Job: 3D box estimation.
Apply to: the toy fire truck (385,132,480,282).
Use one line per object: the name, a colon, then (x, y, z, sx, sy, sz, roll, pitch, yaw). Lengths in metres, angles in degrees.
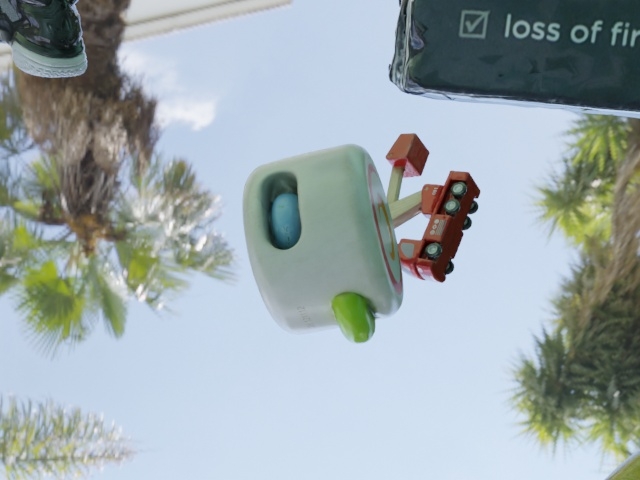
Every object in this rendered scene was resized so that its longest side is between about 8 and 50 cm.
toy fire truck: (0.125, -0.043, 1.068, 0.135, 0.047, 0.192, 8, -115, 39)

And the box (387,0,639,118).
box: (0.308, -0.306, 0.479, 0.479, 0.472, 0.297, 7, -164, 9)

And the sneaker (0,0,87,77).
sneaker: (-0.377, -0.316, 1.078, 0.101, 0.153, 0.268, -15, -142, -43)

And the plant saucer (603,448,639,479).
plant saucer: (0.158, 0.323, 0.497, 0.081, 0.333, 0.333, 24, -153, -25)

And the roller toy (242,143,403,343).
roller toy: (0.000, 0.000, 0.918, 0.146, 0.191, 0.209, -13, -163, 12)
